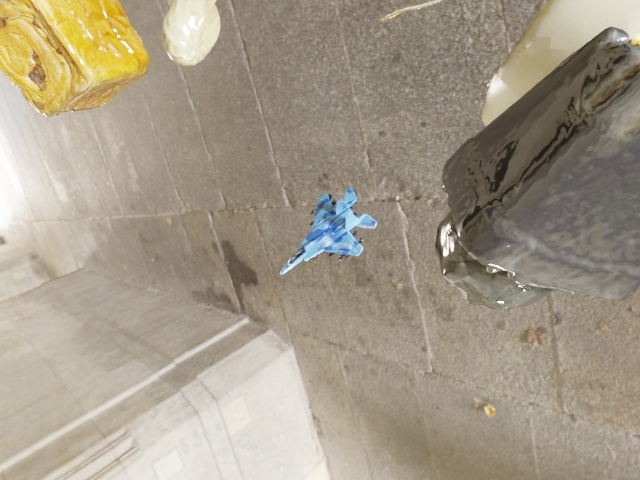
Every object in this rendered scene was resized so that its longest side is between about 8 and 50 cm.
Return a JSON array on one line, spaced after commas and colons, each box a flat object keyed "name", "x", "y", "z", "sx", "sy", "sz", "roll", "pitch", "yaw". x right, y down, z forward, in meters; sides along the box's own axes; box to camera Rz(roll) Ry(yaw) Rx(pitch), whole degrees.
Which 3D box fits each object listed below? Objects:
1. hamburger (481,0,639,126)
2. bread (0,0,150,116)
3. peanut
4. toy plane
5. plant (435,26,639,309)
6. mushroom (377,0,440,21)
[{"name": "hamburger", "x": 0.329, "y": -0.193, "z": 0.465, "sx": 0.179, "sy": 0.294, "sz": 0.276, "roll": 43, "pitch": 156, "yaw": 17}, {"name": "bread", "x": -0.361, "y": -0.273, "z": 0.605, "sx": 0.158, "sy": 0.143, "sz": 0.149, "roll": -13, "pitch": 116, "yaw": 22}, {"name": "peanut", "x": -0.188, "y": -0.350, "z": 0.618, "sx": 0.082, "sy": 0.082, "sz": 0.187, "roll": -15, "pitch": 69, "yaw": 50}, {"name": "toy plane", "x": 0.004, "y": 0.001, "z": 0.910, "sx": 0.246, "sy": 0.078, "sz": 0.169, "roll": -45, "pitch": 61, "yaw": 23}, {"name": "plant", "x": 0.194, "y": -0.032, "z": 0.351, "sx": 0.164, "sy": 0.142, "sz": 0.256, "roll": 13, "pitch": 139, "yaw": -7}, {"name": "mushroom", "x": 0.329, "y": -0.795, "z": 1.407, "sx": 0.286, "sy": 0.028, "sz": 0.026, "roll": -12, "pitch": 134, "yaw": 25}]
